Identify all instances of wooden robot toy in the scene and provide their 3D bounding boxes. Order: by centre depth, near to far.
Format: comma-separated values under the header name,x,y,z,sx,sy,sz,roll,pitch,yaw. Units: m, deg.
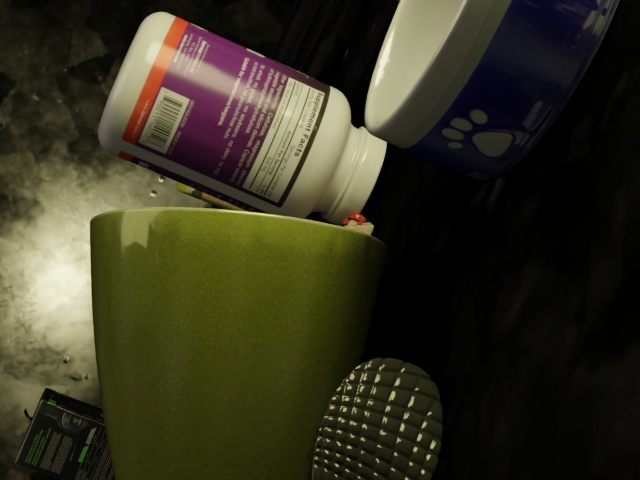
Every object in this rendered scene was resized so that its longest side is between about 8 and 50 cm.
name,x,y,z,sx,sy,sz,roll,pitch,yaw
wooden robot toy,0.000,0.000,1.255,0.173,0.079,0.076,139,152,-67

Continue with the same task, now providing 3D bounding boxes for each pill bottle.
name,x,y,z,sx,sy,sz,roll,pitch,yaw
pill bottle,-0.091,-0.134,1.323,0.181,0.323,0.181,-157,90,-80

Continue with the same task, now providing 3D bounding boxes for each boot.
name,x,y,z,sx,sy,sz,roll,pitch,yaw
boot,0.007,0.213,0.768,0.161,0.084,0.246,118,172,-57

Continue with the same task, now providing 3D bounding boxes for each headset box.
name,x,y,z,sx,sy,sz,roll,pitch,yaw
headset box,-0.456,0.401,2.155,0.246,0.283,0.131,168,124,-79

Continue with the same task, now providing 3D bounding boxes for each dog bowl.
name,x,y,z,sx,sy,sz,roll,pitch,yaw
dog bowl,0.138,-0.186,0.878,0.265,0.104,0.264,-157,90,-80

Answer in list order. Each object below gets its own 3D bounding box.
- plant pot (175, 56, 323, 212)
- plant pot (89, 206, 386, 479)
name,x,y,z,sx,sy,sz,roll,pitch,yaw
plant pot,-0.120,-0.167,1.862,0.207,0.227,0.228,-93,28,-56
plant pot,-0.087,0.139,0.993,0.275,0.275,0.293,151,125,-74
